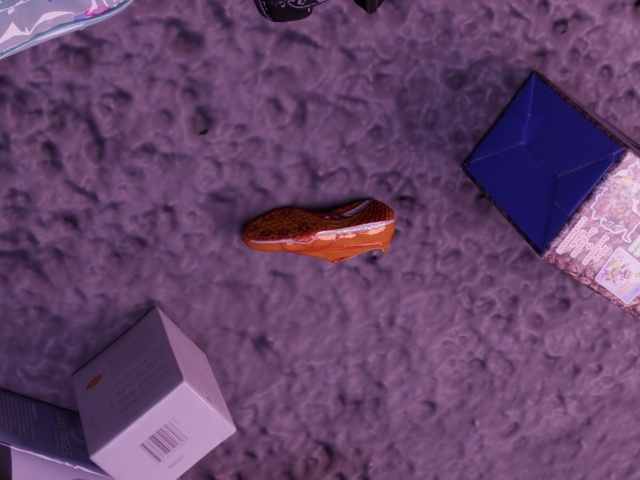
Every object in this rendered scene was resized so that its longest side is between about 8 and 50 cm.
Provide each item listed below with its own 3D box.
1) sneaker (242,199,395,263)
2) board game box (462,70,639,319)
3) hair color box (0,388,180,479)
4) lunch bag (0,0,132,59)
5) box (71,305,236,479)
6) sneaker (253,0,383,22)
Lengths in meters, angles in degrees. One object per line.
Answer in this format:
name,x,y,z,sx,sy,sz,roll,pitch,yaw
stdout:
sneaker,0.000,0.000,1.490,0.175,0.064,0.067,-3,127,-13
board game box,0.339,-0.024,1.486,0.291,0.232,0.141,30,105,-27
hair color box,-0.360,0.273,1.483,0.375,0.113,0.185,23,107,-27
lunch bag,-0.289,-0.270,1.188,0.279,0.108,0.224,-28,121,-28
box,-0.183,0.175,1.455,0.130,0.170,0.091,-40,119,4
sneaker,-0.048,-0.285,1.306,0.293,0.102,0.146,10,113,-22
